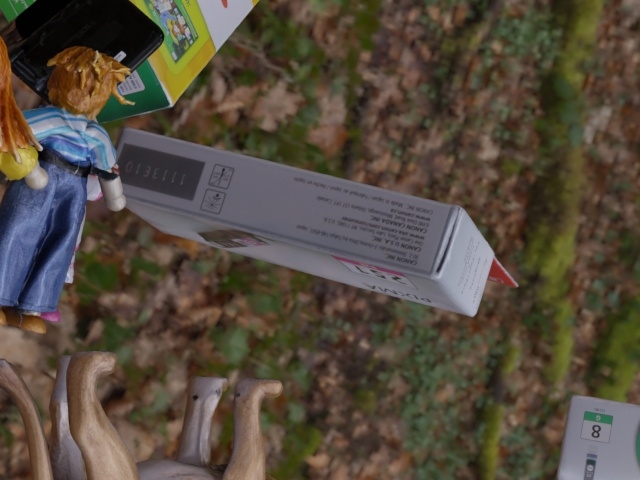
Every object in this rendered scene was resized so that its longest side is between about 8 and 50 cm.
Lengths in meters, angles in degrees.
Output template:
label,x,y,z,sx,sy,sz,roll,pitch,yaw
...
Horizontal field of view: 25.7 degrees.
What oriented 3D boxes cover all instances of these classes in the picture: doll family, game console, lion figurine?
label,x,y,z,sx,sy,sz,roll,pitch,yaw
doll family,-0.172,-0.035,0.772,0.263,0.118,0.163,14,92,-59
game console,-0.203,-0.147,1.102,0.122,0.107,0.071,-51,-176,-36
lion figurine,-0.128,0.218,1.100,0.392,0.142,0.240,16,76,-49

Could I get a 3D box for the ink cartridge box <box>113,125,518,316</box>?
label,x,y,z,sx,sy,sz,roll,pitch,yaw
ink cartridge box,0.000,0.000,1.098,0.239,0.275,0.060,43,64,-66

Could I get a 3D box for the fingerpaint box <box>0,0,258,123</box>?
label,x,y,z,sx,sy,sz,roll,pitch,yaw
fingerpaint box,-0.255,-0.415,1.619,0.444,0.163,0.371,64,33,-27

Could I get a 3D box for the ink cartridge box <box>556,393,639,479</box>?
label,x,y,z,sx,sy,sz,roll,pitch,yaw
ink cartridge box,0.324,0.281,1.417,0.056,0.181,0.224,63,38,-69
